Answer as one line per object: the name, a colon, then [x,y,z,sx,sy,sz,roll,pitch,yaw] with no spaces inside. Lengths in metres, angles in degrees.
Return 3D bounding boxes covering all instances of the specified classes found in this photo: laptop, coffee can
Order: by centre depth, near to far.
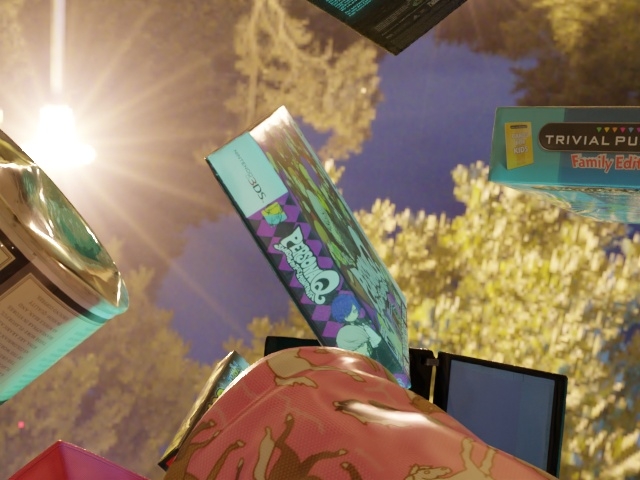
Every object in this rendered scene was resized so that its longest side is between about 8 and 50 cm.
coffee can: [-0.316,0.060,0.783,0.275,0.201,0.201,-38,-152,1]
laptop: [0.070,0.219,0.951,0.265,0.234,0.136,6,179,-3]

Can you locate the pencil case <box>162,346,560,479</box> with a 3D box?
pencil case: [0.089,0.166,0.429,0.386,0.167,0.160,21,-115,47]

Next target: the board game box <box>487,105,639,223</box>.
board game box: [0.361,-0.069,1.070,0.254,0.079,0.336,5,176,33]

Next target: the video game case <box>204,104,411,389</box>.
video game case: [0.000,0.000,0.800,0.042,0.210,0.232,-32,-173,10]

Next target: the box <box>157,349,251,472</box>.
box: [-0.098,0.221,1.170,0.114,0.036,0.207,45,-154,-8]

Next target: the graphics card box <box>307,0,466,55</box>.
graphics card box: [0.078,-0.329,1.050,0.094,0.233,0.371,59,-159,18]

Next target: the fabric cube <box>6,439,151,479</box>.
fabric cube: [-0.280,0.436,1.180,0.254,0.259,0.258,41,-165,-47]
